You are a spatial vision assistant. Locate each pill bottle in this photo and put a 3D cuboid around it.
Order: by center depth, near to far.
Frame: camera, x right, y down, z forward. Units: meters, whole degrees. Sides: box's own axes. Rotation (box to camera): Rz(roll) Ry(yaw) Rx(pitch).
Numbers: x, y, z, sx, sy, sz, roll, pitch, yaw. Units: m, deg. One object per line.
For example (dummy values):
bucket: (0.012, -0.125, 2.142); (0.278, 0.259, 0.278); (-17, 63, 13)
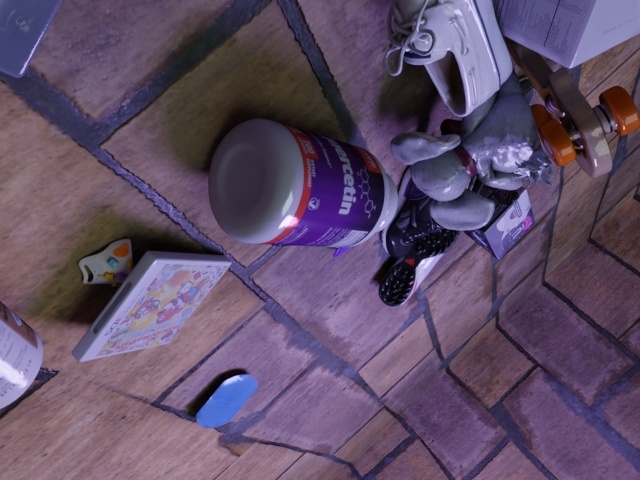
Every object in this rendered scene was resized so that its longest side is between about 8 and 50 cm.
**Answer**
pill bottle: (-0.450, 0.108, 0.618); (0.131, 0.131, 0.229); (-33, 147, -17)
pill bottle: (-0.010, -0.080, 0.851); (0.322, 0.181, 0.182); (2, 126, -50)

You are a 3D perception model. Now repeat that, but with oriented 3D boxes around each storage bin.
storage bin: (-0.288, -0.220, 0.462); (0.135, 0.091, 0.098); (-54, 147, 13)

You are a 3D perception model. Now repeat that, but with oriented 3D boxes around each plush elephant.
plush elephant: (0.284, -0.174, 1.018); (0.255, 0.330, 0.272); (-16, 125, 19)

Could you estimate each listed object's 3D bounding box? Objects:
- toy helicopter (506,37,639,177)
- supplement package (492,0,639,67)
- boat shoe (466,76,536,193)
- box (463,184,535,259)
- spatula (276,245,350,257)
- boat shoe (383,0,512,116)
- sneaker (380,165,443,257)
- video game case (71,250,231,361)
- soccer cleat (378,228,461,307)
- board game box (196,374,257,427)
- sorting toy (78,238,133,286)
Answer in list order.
toy helicopter: (0.461, -0.272, 1.012); (0.140, 0.355, 0.235); (-28, 151, 18)
supplement package: (0.362, -0.432, 0.787); (0.199, 0.263, 0.198); (-29, 144, -24)
boat shoe: (0.419, -0.226, 1.248); (0.335, 0.095, 0.112); (-53, 147, 14)
box: (0.486, -0.075, 1.453); (0.163, 0.142, 0.247); (-47, 148, 4)
spatula: (0.000, 0.000, 1.096); (0.296, 0.030, 0.084); (2, 128, -50)
boat shoe: (0.161, -0.316, 0.784); (0.156, 0.136, 0.367); (-50, 138, 0)
sneaker: (0.229, -0.042, 1.217); (0.107, 0.124, 0.283); (-23, 142, -30)
video game case: (-0.268, 0.105, 0.867); (0.206, 0.026, 0.227); (-51, 163, 10)
soccer cleat: (0.270, 0.038, 1.398); (0.318, 0.108, 0.116); (-57, 168, 14)
board game box: (-0.236, 0.384, 1.274); (0.169, 0.033, 0.133); (-51, 143, 0)
sorting toy: (-0.322, 0.045, 0.786); (0.075, 0.045, 0.083); (-6, 135, -19)
